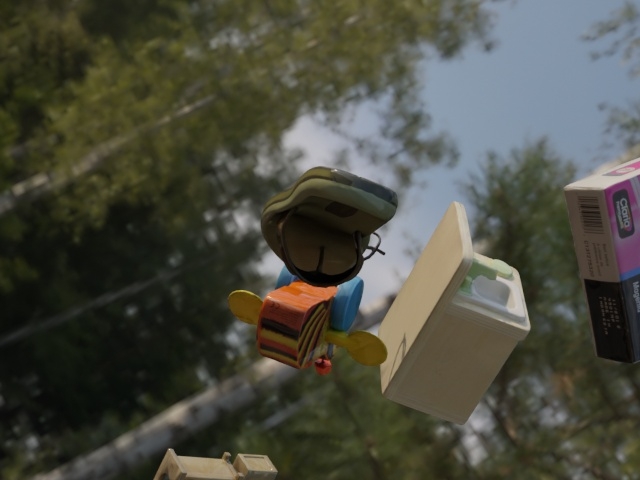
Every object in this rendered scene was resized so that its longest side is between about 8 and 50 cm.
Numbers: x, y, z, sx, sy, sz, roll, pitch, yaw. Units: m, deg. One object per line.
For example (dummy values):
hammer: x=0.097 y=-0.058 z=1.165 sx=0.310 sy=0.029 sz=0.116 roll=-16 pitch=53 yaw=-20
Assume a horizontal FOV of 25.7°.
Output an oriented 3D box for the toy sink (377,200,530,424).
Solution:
toy sink: x=0.183 y=0.094 z=1.814 sx=0.153 sy=0.131 sz=0.234 roll=-92 pitch=-155 yaw=-59

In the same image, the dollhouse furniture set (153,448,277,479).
dollhouse furniture set: x=-0.139 y=0.404 z=2.085 sx=0.161 sy=0.182 sz=0.101 roll=49 pitch=-60 yaw=47

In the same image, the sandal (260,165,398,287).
sandal: x=-0.001 y=-0.001 z=1.433 sx=0.303 sy=0.120 sz=0.086 roll=123 pitch=-21 yaw=-76

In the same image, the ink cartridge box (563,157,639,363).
ink cartridge box: x=0.411 y=-0.021 z=1.411 sx=0.069 sy=0.371 sz=0.176 roll=6 pitch=-68 yaw=56

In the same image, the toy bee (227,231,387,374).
toy bee: x=0.003 y=0.105 z=1.713 sx=0.195 sy=0.298 sz=0.162 roll=26 pitch=-65 yaw=34
